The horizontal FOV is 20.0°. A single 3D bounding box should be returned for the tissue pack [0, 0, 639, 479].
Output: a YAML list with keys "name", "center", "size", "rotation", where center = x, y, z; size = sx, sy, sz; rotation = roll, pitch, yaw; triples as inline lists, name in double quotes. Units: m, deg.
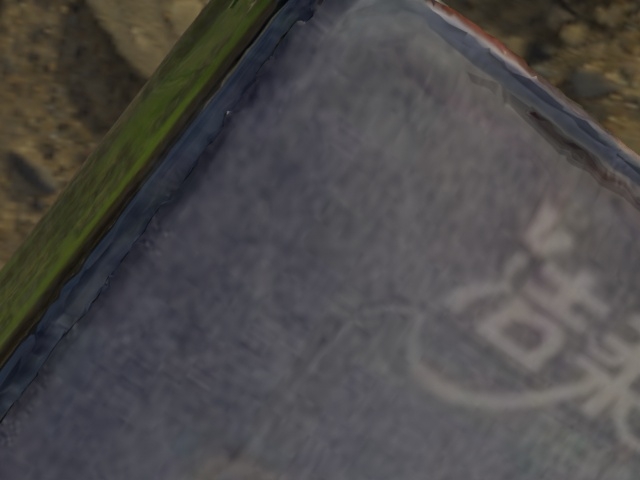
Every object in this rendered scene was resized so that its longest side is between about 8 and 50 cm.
- name: "tissue pack"
  center: [-0.016, 0.126, 0.606]
  size: [0.288, 0.124, 0.394]
  rotation: [36, 98, -22]
